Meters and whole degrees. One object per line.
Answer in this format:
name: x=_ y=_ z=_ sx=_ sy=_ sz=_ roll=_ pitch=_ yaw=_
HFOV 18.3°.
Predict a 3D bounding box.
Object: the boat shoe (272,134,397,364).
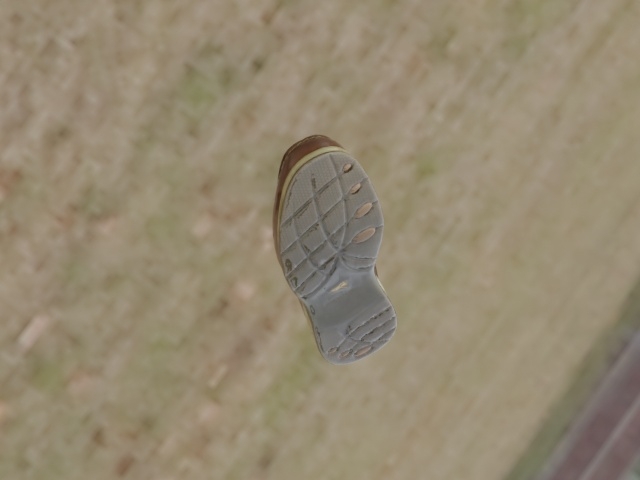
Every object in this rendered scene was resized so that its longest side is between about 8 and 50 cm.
boat shoe: x=0.000 y=0.000 z=1.149 sx=0.064 sy=0.060 sz=0.178 roll=-24 pitch=141 yaw=-9
